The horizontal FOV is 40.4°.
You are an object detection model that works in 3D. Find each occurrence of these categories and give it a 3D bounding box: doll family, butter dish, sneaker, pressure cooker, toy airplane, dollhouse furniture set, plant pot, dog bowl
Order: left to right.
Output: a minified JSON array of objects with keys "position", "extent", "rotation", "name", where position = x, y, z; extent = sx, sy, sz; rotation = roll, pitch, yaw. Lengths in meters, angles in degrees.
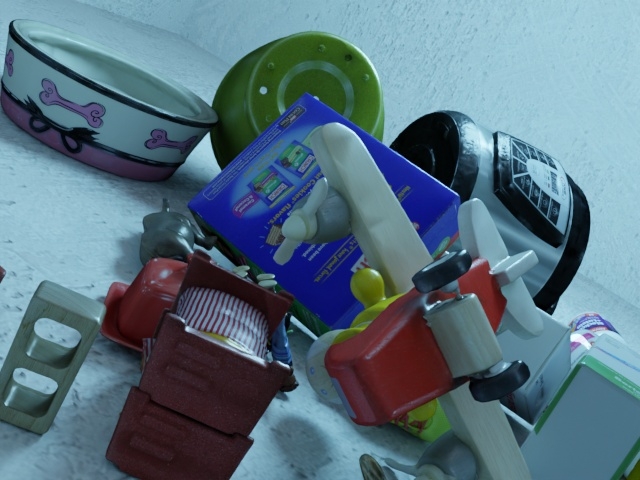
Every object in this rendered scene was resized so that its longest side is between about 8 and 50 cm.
[{"position":[-0.221,0.070,0.807],"extent":[0.374,0.152,0.201],"rotation":[26,14,-10],"name":"dollhouse furniture set"},{"position":[-0.404,-0.253,1.624],"extent":[0.408,0.150,0.408],"rotation":[27,14,-7],"name":"dog bowl"},{"position":[-0.158,0.069,1.005],"extent":[0.159,0.118,0.160],"rotation":[25,14,-14],"name":"butter dish"},{"position":[-0.069,0.112,1.082],"extent":[0.076,0.111,0.193],"rotation":[-5,22,-4],"name":"doll family"},{"position":[-0.029,-0.237,1.647],"extent":[0.366,0.367,0.353],"rotation":[27,-3,-6],"name":"plant pot"},{"position":[0.095,0.206,1.106],"extent":[0.208,0.081,0.094],"rotation":[27,20,20],"name":"sneaker"},{"position":[0.108,0.097,0.999],"extent":[0.384,0.272,0.386],"rotation":[40,31,-41],"name":"toy airplane"},{"position":[0.330,-0.030,1.765],"extent":[0.420,0.370,0.375],"rotation":[26,9,-23],"name":"pressure cooker"}]

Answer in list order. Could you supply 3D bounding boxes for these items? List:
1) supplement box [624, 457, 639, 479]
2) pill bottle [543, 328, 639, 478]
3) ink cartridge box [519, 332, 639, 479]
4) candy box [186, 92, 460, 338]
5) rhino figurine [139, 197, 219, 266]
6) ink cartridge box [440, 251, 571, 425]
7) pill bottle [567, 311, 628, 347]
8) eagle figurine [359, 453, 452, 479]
[{"position":[0.561,0.287,1.100],"extent":[0.195,0.357,0.194],"rotation":[17,17,-38],"name":"supplement box"},{"position":[0.492,0.282,1.390],"extent":[0.160,0.160,0.283],"rotation":[11,21,-49],"name":"pill bottle"},{"position":[0.358,0.251,1.160],"extent":[0.117,0.201,0.278],"rotation":[34,14,19],"name":"ink cartridge box"},{"position":[0.007,-0.030,1.298],"extent":[0.317,0.268,0.122],"rotation":[39,-14,29],"name":"candy box"},{"position":[-0.209,-0.002,1.258],"extent":[0.106,0.073,0.243],"rotation":[27,12,-17],"name":"rhino figurine"},{"position":[0.236,0.137,1.348],"extent":[0.289,0.121,0.211],"rotation":[34,-11,26],"name":"ink cartridge box"},{"position":[0.603,0.234,1.885],"extent":[0.108,0.108,0.193],"rotation":[27,14,-5],"name":"pill bottle"},{"position":[0.137,0.303,0.569],"extent":[0.226,0.225,0.298],"rotation":[20,10,-23],"name":"eagle figurine"}]
